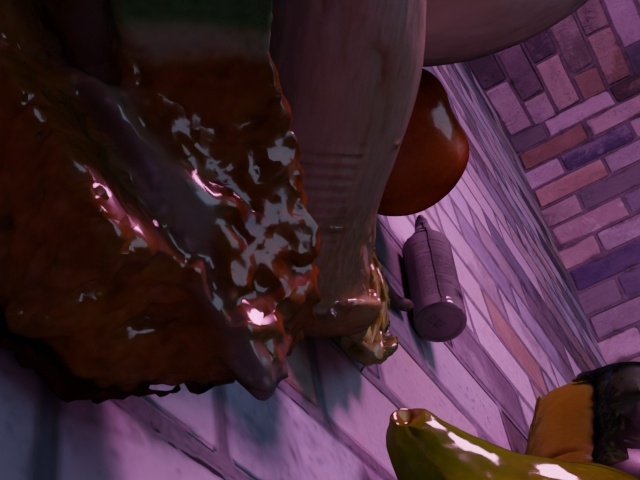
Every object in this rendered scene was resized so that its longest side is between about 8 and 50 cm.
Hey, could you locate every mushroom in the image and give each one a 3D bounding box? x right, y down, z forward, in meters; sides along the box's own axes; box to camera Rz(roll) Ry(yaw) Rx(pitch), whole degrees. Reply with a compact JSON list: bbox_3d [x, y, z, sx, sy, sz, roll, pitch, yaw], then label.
[{"bbox_3d":[-0.001,-0.104,0.559,0.095,0.122,0.351,-120,-151,-64],"label":"mushroom"}]

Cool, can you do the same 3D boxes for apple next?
[{"bbox_3d":[0.083,-0.107,1.038,0.163,0.139,0.163,53,19,-27],"label":"apple"}]

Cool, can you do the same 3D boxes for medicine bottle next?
[{"bbox_3d":[0.122,0.029,1.094,0.058,0.057,0.199,53,18,-31],"label":"medicine bottle"}]

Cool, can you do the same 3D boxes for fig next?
[{"bbox_3d":[0.144,0.226,0.683,0.275,0.206,0.206,39,15,7],"label":"fig"}]

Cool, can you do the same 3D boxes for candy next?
[{"bbox_3d":[0.089,-0.267,0.970,0.427,0.386,0.186,-33,121,-57],"label":"candy"}]

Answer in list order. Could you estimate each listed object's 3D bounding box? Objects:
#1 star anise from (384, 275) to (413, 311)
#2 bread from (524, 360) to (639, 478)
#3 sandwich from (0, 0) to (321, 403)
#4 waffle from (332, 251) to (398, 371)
[{"bbox_3d":[0.010,-0.047,0.941,0.148,0.218,0.228,33,-64,61],"label":"star anise"},{"bbox_3d":[0.320,0.286,1.032,0.376,0.208,0.251,-58,126,-71],"label":"bread"},{"bbox_3d":[-0.084,-0.071,0.423,0.301,0.162,0.250,62,20,6],"label":"sandwich"},{"bbox_3d":[0.000,0.000,0.762,0.214,0.054,0.208,59,13,-6],"label":"waffle"}]
